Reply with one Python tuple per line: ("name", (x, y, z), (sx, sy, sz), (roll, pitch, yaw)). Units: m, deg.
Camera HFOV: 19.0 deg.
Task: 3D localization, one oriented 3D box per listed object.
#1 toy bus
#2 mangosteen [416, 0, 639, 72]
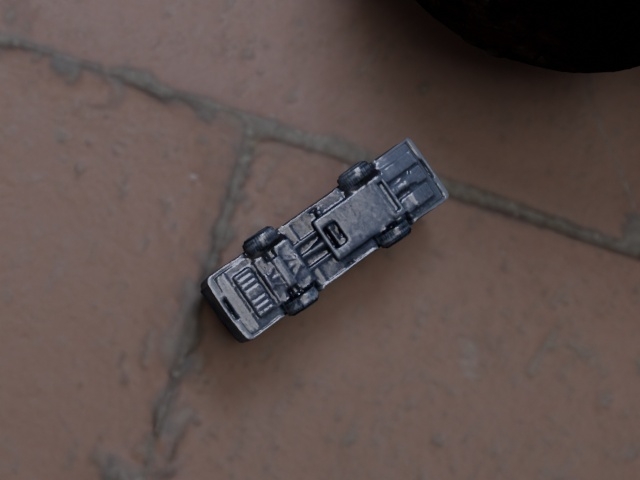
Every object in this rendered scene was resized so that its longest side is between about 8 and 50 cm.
("toy bus", (0.000, 0.000, 1.365), (0.190, 0.075, 0.064), (-35, 93, -18))
("mangosteen", (0.187, -0.270, 1.336), (0.297, 0.297, 0.313), (45, 97, -5))
